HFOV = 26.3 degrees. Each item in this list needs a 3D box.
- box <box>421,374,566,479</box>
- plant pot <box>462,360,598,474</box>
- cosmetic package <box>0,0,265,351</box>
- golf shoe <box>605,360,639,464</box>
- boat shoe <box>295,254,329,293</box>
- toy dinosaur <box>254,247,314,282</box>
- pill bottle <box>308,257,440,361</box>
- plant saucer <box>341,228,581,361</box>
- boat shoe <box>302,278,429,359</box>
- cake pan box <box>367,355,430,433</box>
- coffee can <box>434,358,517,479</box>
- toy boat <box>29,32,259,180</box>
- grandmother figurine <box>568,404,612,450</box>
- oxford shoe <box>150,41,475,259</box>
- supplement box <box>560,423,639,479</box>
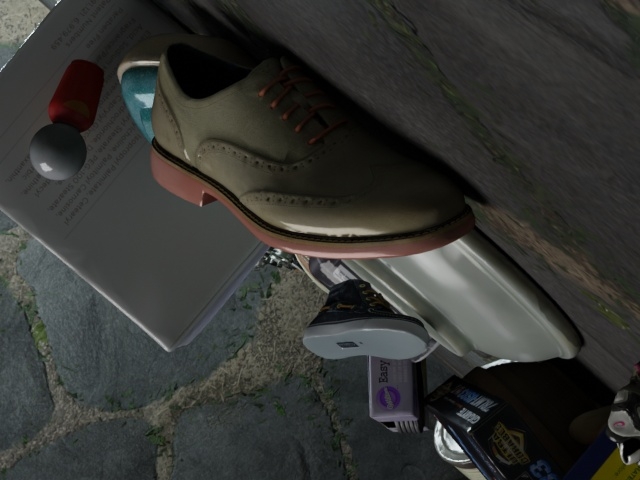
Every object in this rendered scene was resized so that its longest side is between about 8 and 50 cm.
[{"bbox_3d":[0.272,0.320,1.793,0.295,0.073,0.293,51,174,-6],"label":"box"},{"bbox_3d":[0.316,0.247,1.910,0.237,0.110,0.237,48,174,6],"label":"plant pot"},{"bbox_3d":[-0.235,-0.100,1.837,0.394,0.327,0.329,40,176,0],"label":"cosmetic package"},{"bbox_3d":[0.319,0.182,1.337,0.067,0.086,0.186,37,176,35],"label":"golf shoe"},{"bbox_3d":[0.077,0.049,2.215,0.324,0.123,0.116,32,166,29],"label":"boat shoe"},{"bbox_3d":[0.000,0.000,2.483,0.218,0.164,0.322,24,152,23],"label":"toy dinosaur"},{"bbox_3d":[0.075,0.035,1.798,0.246,0.130,0.130,42,177,-1],"label":"pill bottle"},{"bbox_3d":[0.111,0.027,1.552,0.400,0.100,0.400,41,177,2],"label":"plant saucer"},{"bbox_3d":[0.057,0.083,1.529,0.183,0.083,0.065,-6,140,48],"label":"boat shoe"},{"bbox_3d":[0.111,0.146,1.977,0.070,0.266,0.246,-4,165,11],"label":"cake pan box"},{"bbox_3d":[0.349,0.350,2.226,0.275,0.201,0.201,42,177,-25],"label":"coffee can"},{"bbox_3d":[-0.185,-0.129,1.579,0.318,0.148,0.267,6,158,25],"label":"toy boat"},{"bbox_3d":[0.422,0.365,1.660,0.208,0.104,0.342,38,-161,-41],"label":"grandmother figurine"},{"bbox_3d":[-0.028,-0.089,1.289,0.397,0.140,0.146,19,125,37],"label":"oxford shoe"},{"bbox_3d":[0.424,0.355,1.452,0.356,0.194,0.195,40,176,25],"label":"supplement box"}]
